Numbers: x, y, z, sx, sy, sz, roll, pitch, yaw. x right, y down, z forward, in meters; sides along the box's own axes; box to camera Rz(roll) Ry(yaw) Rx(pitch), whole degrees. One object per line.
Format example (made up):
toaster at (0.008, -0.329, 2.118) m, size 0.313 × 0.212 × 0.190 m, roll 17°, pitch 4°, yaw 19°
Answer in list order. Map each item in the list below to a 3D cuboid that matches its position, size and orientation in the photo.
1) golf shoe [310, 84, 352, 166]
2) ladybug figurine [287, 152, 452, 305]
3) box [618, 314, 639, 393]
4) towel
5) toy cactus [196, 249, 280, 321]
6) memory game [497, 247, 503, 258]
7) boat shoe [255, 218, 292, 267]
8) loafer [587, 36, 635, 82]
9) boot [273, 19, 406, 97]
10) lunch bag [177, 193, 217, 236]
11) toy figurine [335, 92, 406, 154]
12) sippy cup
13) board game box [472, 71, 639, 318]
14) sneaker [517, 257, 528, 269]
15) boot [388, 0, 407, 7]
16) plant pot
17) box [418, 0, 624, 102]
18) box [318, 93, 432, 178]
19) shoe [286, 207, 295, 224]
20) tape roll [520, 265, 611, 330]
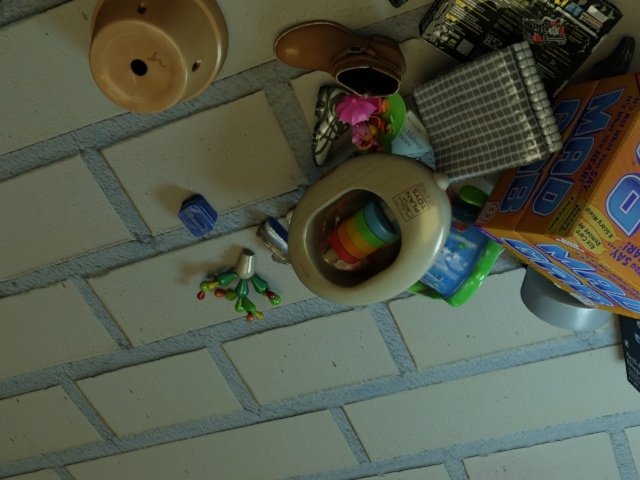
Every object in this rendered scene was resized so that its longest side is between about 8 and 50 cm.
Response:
golf shoe at (0.028, -0.251, 1.706) m, size 0.093 × 0.077 × 0.198 m, roll 8°, pitch 126°, yaw -1°
ladybug figurine at (0.117, -0.031, 1.637) m, size 0.449 × 0.162 × 0.305 m, roll -30°, pitch 88°, yaw 40°
box at (0.896, 0.251, 1.811) m, size 0.212 × 0.293 × 0.396 m, roll -23°, pitch 121°, yaw -4°
towel at (0.322, -0.246, 1.521) m, size 0.283 × 0.121 × 0.235 m, roll -14°, pitch 102°, yaw 55°
toy cactus at (-0.209, 0.114, 1.972) m, size 0.218 × 0.112 × 0.181 m, roll 15°, pitch 115°, yaw 5°
memory game at (0.441, 0.016, 1.800) m, size 0.012 × 0.186 × 0.186 m, roll 40°, pitch 123°, yaw 13°
boat shoe at (-0.092, 0.026, 1.918) m, size 0.066 × 0.066 × 0.183 m, roll -31°, pitch 107°, yaw 28°
loafer at (0.605, -0.355, 1.594) m, size 0.061 × 0.062 × 0.170 m, roll 19°, pitch 123°, yaw -2°
boot at (0.034, -0.359, 1.542) m, size 0.283 × 0.220 × 0.109 m, roll 9°, pitch 124°, yaw -1°
lunch bag at (-0.305, -0.056, 1.874) m, size 0.067 × 0.065 × 0.098 m, roll -28°, pitch 117°, yaw 22°
toy figurine at (0.090, -0.245, 1.573) m, size 0.130 × 0.159 × 0.173 m, roll 7°, pitch 98°, yaw 27°
sippy cup at (0.282, 0.004, 1.782) m, size 0.224 × 0.240 × 0.306 m, roll 30°, pitch 99°, yaw -3°
board game box at (0.606, -0.078, 1.521) m, size 0.356 × 0.356 × 0.357 m, roll 32°, pitch 85°, yaw -17°
sneaker at (0.508, 0.041, 1.885) m, size 0.031 × 0.035 × 0.083 m, roll -32°, pitch 116°, yaw 23°
boot at (0.066, -0.547, 1.467) m, size 0.348 × 0.131 × 0.260 m, roll -34°, pitch 115°, yaw 24°
plant pot at (-0.354, -0.396, 1.565) m, size 0.290 × 0.203 × 0.291 m, roll 3°, pitch 124°, yaw 4°
box at (0.403, -0.447, 1.539) m, size 0.322 × 0.079 × 0.257 m, roll 28°, pitch 120°, yaw -13°
box at (0.131, -0.199, 1.720) m, size 0.275 × 0.094 × 0.113 m, roll -37°, pitch 113°, yaw 26°
shoe at (0.000, 0.000, 1.889) m, size 0.219 × 0.058 × 0.076 m, roll 40°, pitch 118°, yaw -21°
tape roll at (0.601, 0.121, 1.821) m, size 0.219 × 0.219 × 0.072 m, roll 6°, pitch 125°, yaw 1°
